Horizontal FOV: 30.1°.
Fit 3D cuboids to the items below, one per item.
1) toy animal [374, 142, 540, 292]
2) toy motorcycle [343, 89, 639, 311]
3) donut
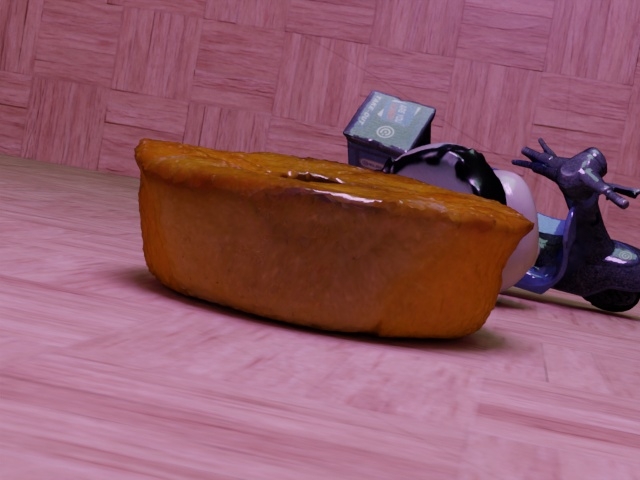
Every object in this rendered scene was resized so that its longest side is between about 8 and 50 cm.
[{"bbox_3d":[0.127,-0.014,1.180,0.166,0.138,0.179,-10,-16,37],"label":"toy animal"},{"bbox_3d":[0.203,-0.033,1.311,0.359,0.125,0.212,18,-37,20],"label":"toy motorcycle"},{"bbox_3d":[0.000,0.000,0.890,0.303,0.110,0.303,10,6,-1],"label":"donut"}]
